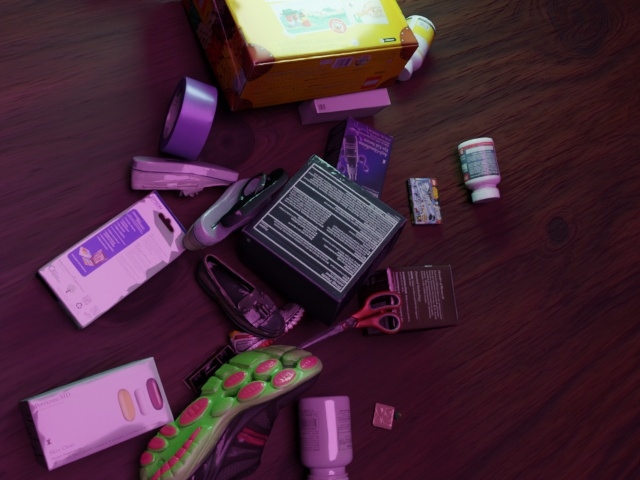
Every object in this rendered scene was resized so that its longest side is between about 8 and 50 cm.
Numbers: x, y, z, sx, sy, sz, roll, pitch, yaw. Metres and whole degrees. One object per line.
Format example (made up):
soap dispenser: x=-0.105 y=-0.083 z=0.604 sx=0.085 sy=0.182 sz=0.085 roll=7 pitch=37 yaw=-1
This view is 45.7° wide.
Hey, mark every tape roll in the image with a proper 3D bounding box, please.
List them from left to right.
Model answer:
tape roll: x=-0.321 y=-0.294 z=1.836 sx=0.080 sy=0.189 sz=0.189 roll=17 pitch=72 yaw=-23

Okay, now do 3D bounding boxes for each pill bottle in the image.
pill bottle: x=0.013 y=0.500 z=1.866 sx=0.131 sy=0.131 sz=0.229 roll=2 pitch=78 yaw=-27
pill bottle: x=0.264 y=-0.565 z=2.242 sx=0.103 sy=0.103 sz=0.184 roll=33 pitch=67 yaw=-17
pill bottle: x=0.480 y=-0.207 z=2.272 sx=0.108 sy=0.108 sz=0.180 roll=-5 pitch=81 yaw=-28

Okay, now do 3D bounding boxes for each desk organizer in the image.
desk organizer: x=-0.260 y=0.307 z=1.814 sx=0.130 sy=0.050 sz=0.047 roll=-41 pitch=99 yaw=-28

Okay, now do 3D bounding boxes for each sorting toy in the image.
sorting toy: x=0.179 y=0.471 z=2.024 sx=0.083 sy=0.012 sz=0.062 roll=18 pitch=67 yaw=-19

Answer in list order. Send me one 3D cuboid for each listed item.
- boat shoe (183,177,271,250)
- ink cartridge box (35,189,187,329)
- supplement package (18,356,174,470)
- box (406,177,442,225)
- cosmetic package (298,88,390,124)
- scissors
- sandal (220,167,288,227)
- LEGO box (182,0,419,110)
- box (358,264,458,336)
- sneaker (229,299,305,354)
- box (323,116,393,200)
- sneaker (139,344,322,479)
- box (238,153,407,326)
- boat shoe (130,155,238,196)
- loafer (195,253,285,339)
boat shoe: x=-0.231 y=-0.069 z=1.869 sx=0.109 sy=0.094 sz=0.302 roll=61 pitch=37 yaw=-8
ink cartridge box: x=-0.470 y=0.041 z=1.758 sx=0.333 sy=0.065 sz=0.165 roll=-39 pitch=98 yaw=-27
supplement package: x=-0.477 y=0.360 z=1.604 sx=0.262 sy=0.204 sz=0.145 roll=-18 pitch=87 yaw=-28
box: x=0.302 y=-0.112 z=2.206 sx=0.094 sy=0.027 sz=0.137 roll=-2 pitch=80 yaw=-26
cosmetic package: x=0.066 y=-0.375 z=2.104 sx=0.239 sy=0.099 sz=0.060 roll=-12 pitch=82 yaw=-29
scissors: x=0.071 y=0.192 z=1.853 sx=0.297 sy=0.021 sz=0.109 roll=-7 pitch=85 yaw=-21
sandal: x=-0.157 y=-0.119 z=1.825 sx=0.054 sy=0.097 sz=0.254 roll=57 pitch=37 yaw=-13
LEGO box: x=-0.052 y=-0.571 z=1.981 sx=0.500 sy=0.193 sz=0.372 roll=-14 pitch=69 yaw=-29
box: x=0.230 y=0.162 z=2.028 sx=0.203 sy=0.168 sz=0.167 roll=-2 pitch=79 yaw=-28
sneaker: x=-0.128 y=0.203 z=1.883 sx=0.225 sy=0.088 sz=0.092 roll=-37 pitch=95 yaw=-29
box: x=0.094 y=-0.206 z=2.074 sx=0.153 sy=0.108 sz=0.207 roll=20 pitch=70 yaw=-23
sneaker: x=-0.194 y=0.424 z=1.756 sx=0.483 sy=0.185 sz=0.202 roll=-38 pitch=132 yaw=-15
box: x=0.000 y=0.000 z=1.894 sx=0.296 sy=0.182 sz=0.294 roll=36 pitch=62 yaw=10
boat shoe: x=-0.332 y=-0.148 z=1.858 sx=0.268 sy=0.096 sz=0.088 roll=2 pitch=106 yaw=-33
loafer: x=-0.193 y=0.134 z=1.819 sx=0.267 sy=0.084 sz=0.096 roll=38 pitch=59 yaw=9
